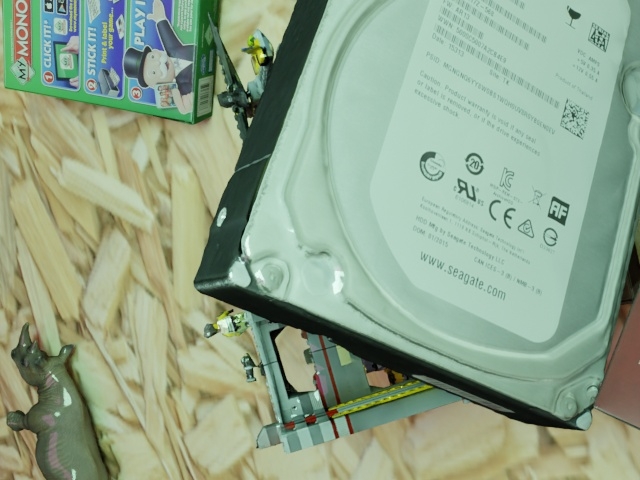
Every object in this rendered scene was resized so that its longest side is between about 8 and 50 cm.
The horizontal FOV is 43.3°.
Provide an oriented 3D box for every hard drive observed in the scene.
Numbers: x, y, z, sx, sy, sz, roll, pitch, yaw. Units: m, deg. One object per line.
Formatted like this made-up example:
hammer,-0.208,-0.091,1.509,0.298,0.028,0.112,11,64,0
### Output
hard drive,0.094,-0.087,0.470,0.064,0.237,0.338,-15,53,61

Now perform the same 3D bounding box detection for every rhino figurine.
rhino figurine,-0.313,0.213,0.954,0.106,0.073,0.243,-12,92,37

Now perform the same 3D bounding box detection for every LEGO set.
LEGO set,0.000,0.000,0.590,0.192,0.255,0.331,-16,99,-6

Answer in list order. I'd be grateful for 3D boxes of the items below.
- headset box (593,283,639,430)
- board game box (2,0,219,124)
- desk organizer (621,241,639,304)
headset box,0.267,-0.014,0.457,0.110,0.218,0.293,24,112,27
board game box,-0.196,-0.284,0.749,0.214,0.046,0.317,13,112,15
desk organizer,0.177,0.029,0.625,0.130,0.047,0.050,-12,91,33
